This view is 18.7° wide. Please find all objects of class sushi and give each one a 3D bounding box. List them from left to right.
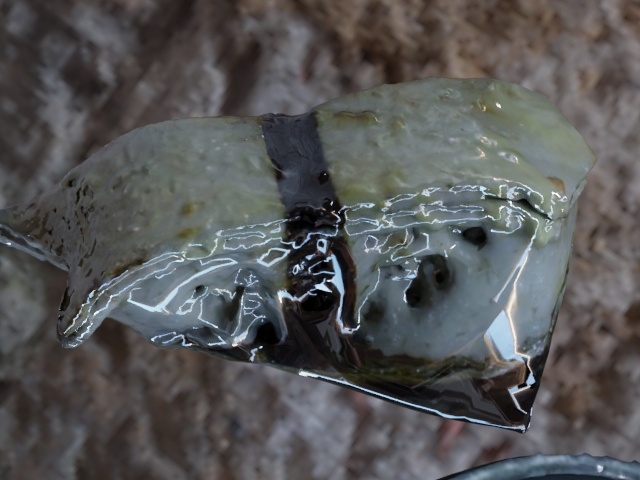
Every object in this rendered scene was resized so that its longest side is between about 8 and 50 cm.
[{"bbox_3d":[-0.009,-0.016,0.865,0.109,0.273,0.134,112,-14,-53],"label":"sushi"}]

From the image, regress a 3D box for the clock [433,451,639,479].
[{"bbox_3d":[0.090,0.211,0.567,0.312,0.312,0.061,-28,175,-45],"label":"clock"}]
